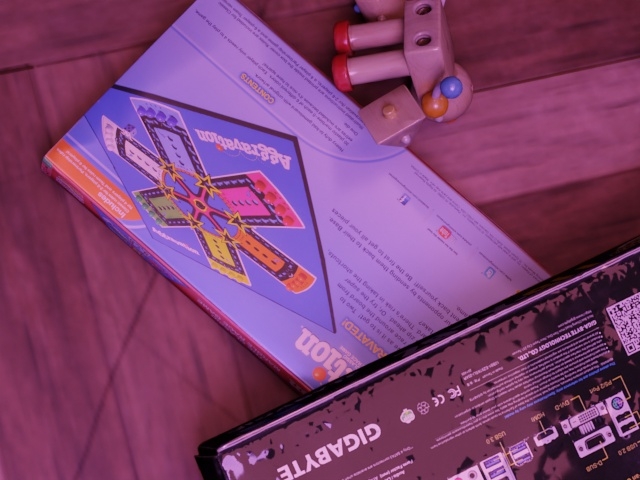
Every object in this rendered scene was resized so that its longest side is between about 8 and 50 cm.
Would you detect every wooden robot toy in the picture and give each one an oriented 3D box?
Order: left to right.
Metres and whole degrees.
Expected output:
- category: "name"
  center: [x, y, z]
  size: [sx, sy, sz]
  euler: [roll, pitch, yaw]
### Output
- category: "wooden robot toy"
  center: [0.053, -0.100, 0.992]
  size: [0.076, 0.079, 0.173]
  euler: [-10, 50, 18]

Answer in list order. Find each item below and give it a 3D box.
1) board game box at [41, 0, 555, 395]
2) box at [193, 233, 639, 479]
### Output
- category: "board game box"
  center: [0.000, 0.000, 0.967]
  size: [0.281, 0.027, 0.145]
  euler: [41, 71, 0]
- category: "box"
  center: [0.132, 0.154, 0.906]
  size: [0.322, 0.079, 0.257]
  euler: [-25, 91, -13]
